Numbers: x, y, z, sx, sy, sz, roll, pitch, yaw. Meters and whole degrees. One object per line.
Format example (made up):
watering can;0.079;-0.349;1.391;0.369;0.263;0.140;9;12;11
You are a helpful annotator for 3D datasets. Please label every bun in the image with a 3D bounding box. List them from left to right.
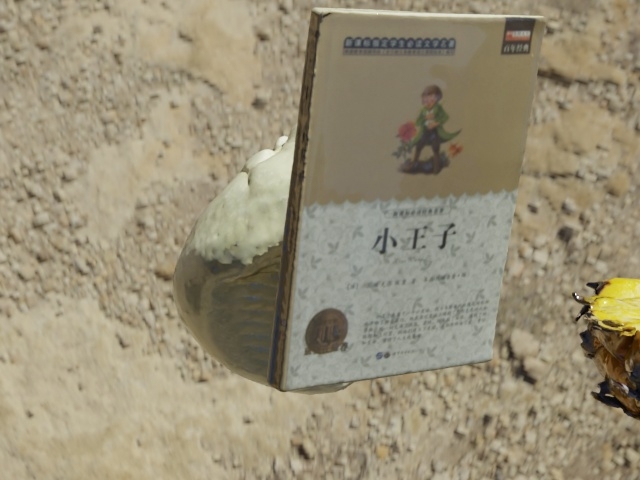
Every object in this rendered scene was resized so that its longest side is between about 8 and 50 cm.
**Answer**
bun;0.000;0.000;0.988;0.229;0.229;0.145;-13;50;-8

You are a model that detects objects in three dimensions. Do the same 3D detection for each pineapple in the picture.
pineapple;0.240;0.073;0.758;0.225;0.225;0.076;4;99;1

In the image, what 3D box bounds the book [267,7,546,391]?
book;0.045;-0.020;0.707;0.138;0.198;0.016;-4;21;-30
